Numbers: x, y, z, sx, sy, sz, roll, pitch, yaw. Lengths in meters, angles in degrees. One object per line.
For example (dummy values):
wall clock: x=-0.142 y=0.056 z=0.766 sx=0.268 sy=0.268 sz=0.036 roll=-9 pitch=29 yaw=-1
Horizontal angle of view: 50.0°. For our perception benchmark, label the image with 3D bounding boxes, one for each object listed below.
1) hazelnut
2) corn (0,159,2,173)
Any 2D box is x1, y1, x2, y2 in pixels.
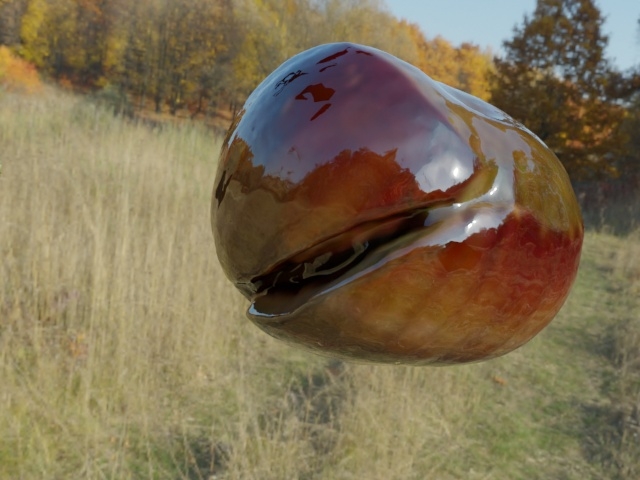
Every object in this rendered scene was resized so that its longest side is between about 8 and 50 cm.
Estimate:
hazelnut: x=0.082 y=-0.018 z=0.741 sx=0.409 sy=0.359 sz=0.359 roll=6 pitch=9 yaw=-33
corn: x=-0.619 y=-0.144 z=1.001 sx=0.122 sy=0.123 sz=0.305 roll=2 pitch=-26 yaw=42
